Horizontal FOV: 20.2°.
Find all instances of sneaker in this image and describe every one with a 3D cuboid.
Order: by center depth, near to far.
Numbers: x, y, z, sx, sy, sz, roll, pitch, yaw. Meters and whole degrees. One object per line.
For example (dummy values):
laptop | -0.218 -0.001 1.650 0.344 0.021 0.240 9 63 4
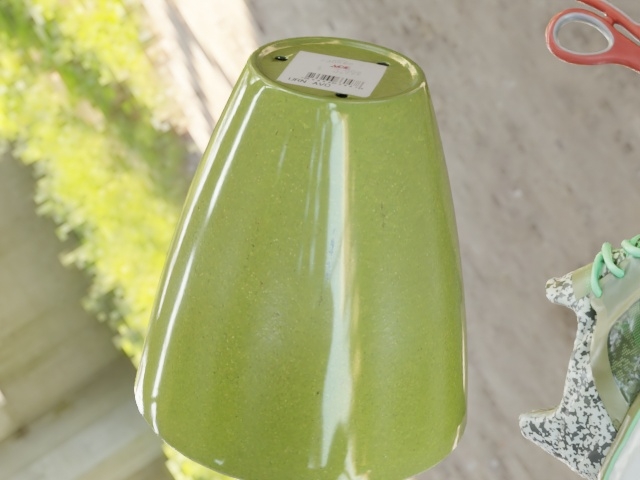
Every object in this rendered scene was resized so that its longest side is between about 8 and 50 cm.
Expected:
sneaker | 0.287 0.045 1.586 0.182 0.410 0.158 24 -169 22

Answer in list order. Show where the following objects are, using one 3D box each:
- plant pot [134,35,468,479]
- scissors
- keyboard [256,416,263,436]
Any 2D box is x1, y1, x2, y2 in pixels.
plant pot | 0.000 0.000 1.417 0.275 0.275 0.293 42 133 49
scissors | 0.347 -0.162 1.704 0.297 0.109 0.021 33 169 18
keyboard | -0.006 0.241 1.489 0.033 0.201 0.317 38 125 39
